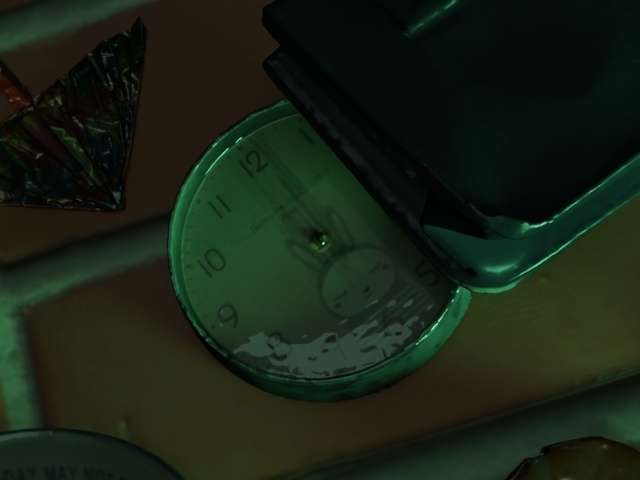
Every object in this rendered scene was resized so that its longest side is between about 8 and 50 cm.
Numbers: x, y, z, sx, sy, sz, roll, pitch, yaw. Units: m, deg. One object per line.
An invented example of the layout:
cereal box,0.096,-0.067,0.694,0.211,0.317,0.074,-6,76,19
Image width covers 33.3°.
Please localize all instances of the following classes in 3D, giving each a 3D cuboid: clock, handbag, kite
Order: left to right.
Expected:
kite,-0.212,-0.081,0.810,0.232,0.009,0.189,-41,69,-6
clock,0.000,0.000,0.727,0.215,0.042,0.215,-3,70,9
handbag,0.141,-0.147,0.702,0.325,0.118,0.269,-33,68,-17

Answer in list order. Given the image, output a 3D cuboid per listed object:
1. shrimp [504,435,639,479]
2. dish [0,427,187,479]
shrimp,0.150,0.227,0.613,0.133,0.053,0.236,3,66,6
dish,-0.183,0.252,0.626,0.273,0.134,0.273,-4,37,3
